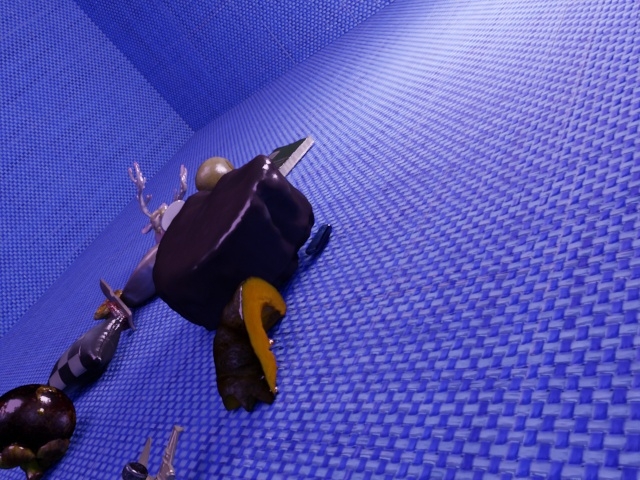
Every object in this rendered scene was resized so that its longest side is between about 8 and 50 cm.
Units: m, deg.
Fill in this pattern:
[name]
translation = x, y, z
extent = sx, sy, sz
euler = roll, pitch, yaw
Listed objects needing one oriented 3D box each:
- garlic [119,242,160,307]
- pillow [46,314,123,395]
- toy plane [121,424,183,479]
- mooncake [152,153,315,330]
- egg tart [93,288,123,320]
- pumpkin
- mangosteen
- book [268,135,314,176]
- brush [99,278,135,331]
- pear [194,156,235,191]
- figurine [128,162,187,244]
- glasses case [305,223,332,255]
[garlic]
translation = -0.517, 0.107, 1.732
extent = 0.318, 0.112, 0.143
euler = -39, 12, 25
[pillow]
translation = -0.639, 0.324, 1.542
extent = 0.250, 0.106, 0.186
euler = -38, 22, 21
[toy plane]
translation = -0.261, 0.391, 0.832
extent = 0.229, 0.092, 0.244
euler = -60, 21, -3
[mooncake]
translation = -0.198, 0.015, 1.248
extent = 0.381, 0.212, 0.350
euler = -1, 50, 57
[egg tart]
translation = -0.692, 0.218, 1.892
extent = 0.130, 0.052, 0.130
euler = -35, 25, 19
[pumpkin]
translation = -0.148, 0.166, 0.987
extent = 0.130, 0.149, 0.254
euler = -25, 27, 17
[mangosteen]
translation = -0.651, 0.436, 1.283
extent = 0.192, 0.192, 0.217
euler = -32, 48, 22
[book]
translation = -0.197, -0.188, 1.848
extent = 0.371, 0.043, 0.260
euler = -50, 22, -24
[brush]
translation = -0.628, 0.194, 1.724
extent = 0.050, 0.060, 0.321
euler = -20, 26, -28
[pear]
translation = -0.359, -0.212, 1.992
extent = 0.136, 0.167, 0.167
euler = -36, 23, 6
[figurine]
translation = -0.520, -0.120, 1.986
extent = 0.206, 0.284, 0.316
euler = -4, 12, -38
[glasses case]
translation = 0.000, 0.000, 1.203
extent = 0.033, 0.023, 0.083
euler = -9, 40, 44
